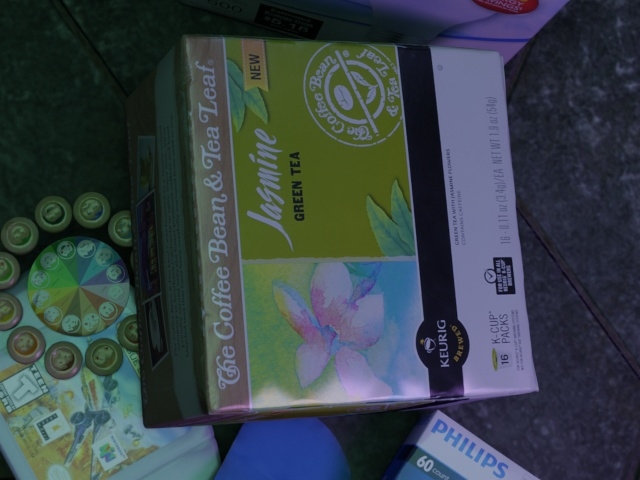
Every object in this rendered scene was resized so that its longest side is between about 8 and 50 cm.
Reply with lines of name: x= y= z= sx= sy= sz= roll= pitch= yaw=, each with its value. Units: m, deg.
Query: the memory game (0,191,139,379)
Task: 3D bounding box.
memory game: x=-0.236 y=0.044 z=1.258 sx=0.186 sy=0.012 sz=0.186 roll=2 pitch=80 yaw=-9

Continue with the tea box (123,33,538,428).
tea box: x=0.000 y=0.000 z=1.221 sx=0.323 sy=0.220 sz=0.329 roll=-2 pitch=80 yaw=-23

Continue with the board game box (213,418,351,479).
board game box: x=-0.047 y=0.246 z=1.288 sx=0.133 sy=0.033 sz=0.169 roll=39 pitch=55 yaw=-17

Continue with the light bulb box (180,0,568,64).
light bulb box: x=0.068 y=-0.341 z=1.249 sx=0.357 sy=0.361 sz=0.225 roll=15 pitch=78 yaw=-6

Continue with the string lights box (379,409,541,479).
string lights box: x=0.093 y=0.313 z=1.285 sx=0.133 sy=0.077 sz=0.260 roll=34 pitch=77 yaw=-1

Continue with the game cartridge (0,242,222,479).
game cartridge: x=-0.224 y=0.161 z=1.273 sx=0.198 sy=0.062 sz=0.297 roll=-29 pitch=86 yaw=-9
